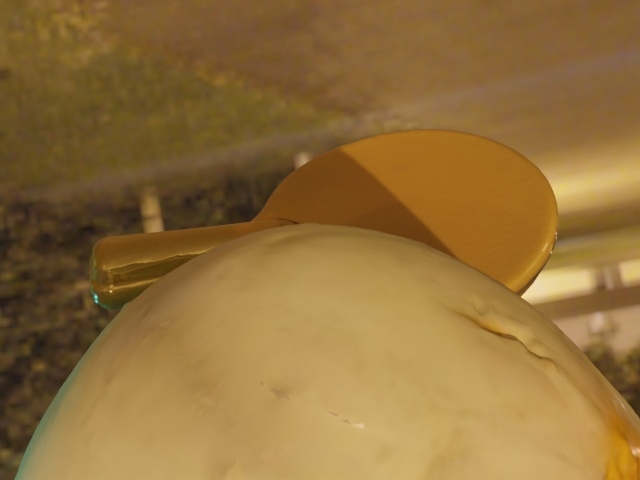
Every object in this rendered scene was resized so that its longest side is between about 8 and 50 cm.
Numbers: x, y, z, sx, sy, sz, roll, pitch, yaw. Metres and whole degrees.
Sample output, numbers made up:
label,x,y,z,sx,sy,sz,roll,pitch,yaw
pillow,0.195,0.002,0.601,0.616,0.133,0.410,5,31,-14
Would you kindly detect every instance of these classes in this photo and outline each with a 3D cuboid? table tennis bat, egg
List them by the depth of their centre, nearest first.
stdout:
label,x,y,z,sx,sy,sz,roll,pitch,yaw
egg,-0.011,0.150,0.862,0.283,0.283,0.345,-5,143,-54
table tennis bat,0.000,0.000,1.213,0.321,0.198,0.050,-9,133,5
